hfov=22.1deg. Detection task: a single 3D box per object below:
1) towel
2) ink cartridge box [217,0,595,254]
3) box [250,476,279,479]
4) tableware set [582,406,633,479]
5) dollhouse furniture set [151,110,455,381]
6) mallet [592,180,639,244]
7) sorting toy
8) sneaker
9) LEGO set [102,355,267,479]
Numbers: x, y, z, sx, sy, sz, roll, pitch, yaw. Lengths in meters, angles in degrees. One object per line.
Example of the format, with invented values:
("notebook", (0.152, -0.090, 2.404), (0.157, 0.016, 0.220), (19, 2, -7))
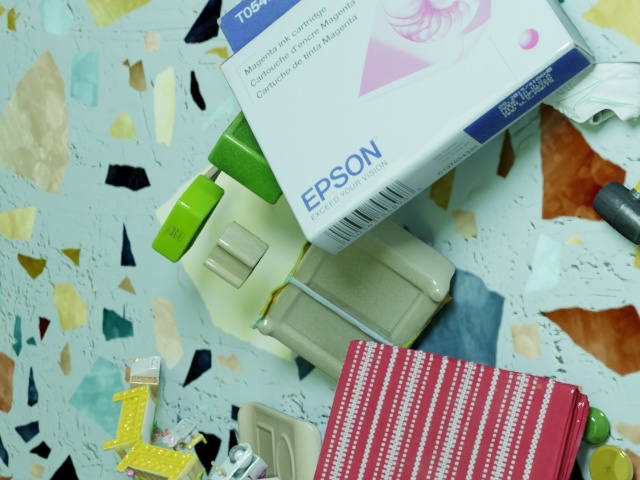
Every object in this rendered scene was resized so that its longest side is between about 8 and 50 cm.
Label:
("towel", (0.125, 0.217, 1.654), (0.275, 0.031, 0.198), (11, 81, 33))
("ink cartridge box", (0.058, -0.208, 1.639), (0.324, 0.071, 0.330), (-38, 61, 17))
("box", (-0.092, 0.407, 1.845), (0.063, 0.067, 0.324), (-121, 36, -48))
("tableware set", (0.273, 0.247, 1.612), (0.104, 0.024, 0.154), (-38, 68, 32))
("dollhouse furniture set", (0.000, 0.000, 1.794), (0.301, 0.151, 0.197), (35, 126, 1))
("mallet", (0.332, -0.078, 1.528), (0.062, 0.039, 0.189), (52, 119, 26))
("sorting toy", (-0.037, 0.285, 1.833), (0.208, 0.038, 0.193), (-177, 84, -67))
("sneaker", (0.244, -0.141, 1.584), (0.152, 0.054, 0.061), (3, 98, 40))
("LEGO set", (-0.172, 0.251, 1.912), (0.287, 0.132, 0.107), (34, 156, 53))
